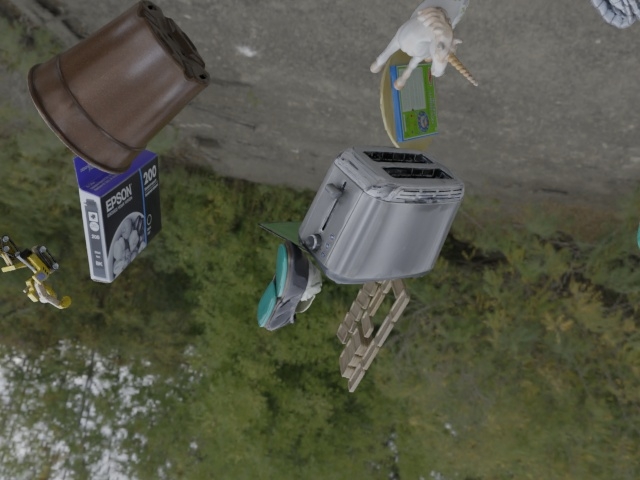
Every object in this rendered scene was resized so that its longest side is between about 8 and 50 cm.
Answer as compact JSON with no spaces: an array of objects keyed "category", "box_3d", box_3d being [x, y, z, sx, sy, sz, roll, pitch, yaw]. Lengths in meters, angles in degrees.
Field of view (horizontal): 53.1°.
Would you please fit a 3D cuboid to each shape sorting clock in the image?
[{"category":"shape sorting clock","box_3d":[0.176,-0.271,1.256,0.040,0.206,0.206,4,170,44]}]

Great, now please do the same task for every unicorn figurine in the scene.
[{"category":"unicorn figurine","box_3d":[0.093,-0.176,0.545,0.060,0.162,0.111,25,153,-12]}]

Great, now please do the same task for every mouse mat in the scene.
[{"category":"mouse mat","box_3d":[0.000,0.000,1.089,0.152,0.007,0.189,28,-163,27]}]

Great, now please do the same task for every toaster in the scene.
[{"category":"toaster","box_3d":[0.090,-0.035,0.839,0.227,0.146,0.129,-2,-143,-36]}]

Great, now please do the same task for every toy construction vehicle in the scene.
[{"category":"toy construction vehicle","box_3d":[-0.342,0.040,0.750,0.086,0.035,0.098,-6,122,37]}]

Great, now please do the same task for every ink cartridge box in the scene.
[{"category":"ink cartridge box","box_3d":[-0.328,-0.070,1.065,0.045,0.208,0.206,6,-153,9]}]

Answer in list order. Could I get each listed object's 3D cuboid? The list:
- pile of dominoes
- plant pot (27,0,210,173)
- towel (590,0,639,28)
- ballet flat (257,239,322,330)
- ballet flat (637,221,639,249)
[{"category":"pile of dominoes","box_3d":[0.105,0.151,1.221,0.040,0.251,0.196,19,-153,-15]},{"category":"plant pot","box_3d":[-0.237,-0.196,0.795,0.165,0.167,0.167,-33,160,14]},{"category":"towel","box_3d":[0.427,-0.454,0.824,0.283,0.235,0.121,42,169,-38]},{"category":"ballet flat","box_3d":[-0.037,0.062,0.867,0.074,0.074,0.203,13,145,-8]},{"category":"ballet flat","box_3d":[0.504,-0.033,0.750,0.247,0.087,0.083,-10,154,21]}]
